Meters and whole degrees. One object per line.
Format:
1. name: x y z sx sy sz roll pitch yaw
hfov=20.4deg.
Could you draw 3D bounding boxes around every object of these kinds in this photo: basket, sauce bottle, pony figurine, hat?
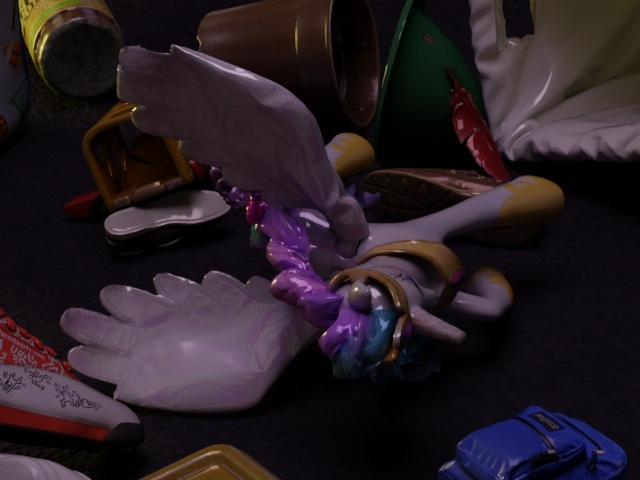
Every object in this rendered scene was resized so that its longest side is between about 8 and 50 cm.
1. basket: 0.331 -0.260 1.729 0.266 0.328 0.331 -16 11 -30
2. sauce bottle: -0.318 -0.276 2.179 0.111 0.111 0.344 -13 27 -13
3. pony figurine: 0.000 0.000 1.467 0.351 0.302 0.363 15 18 20
4. hat: 0.161 -0.135 1.798 0.184 0.208 0.173 14 -3 11

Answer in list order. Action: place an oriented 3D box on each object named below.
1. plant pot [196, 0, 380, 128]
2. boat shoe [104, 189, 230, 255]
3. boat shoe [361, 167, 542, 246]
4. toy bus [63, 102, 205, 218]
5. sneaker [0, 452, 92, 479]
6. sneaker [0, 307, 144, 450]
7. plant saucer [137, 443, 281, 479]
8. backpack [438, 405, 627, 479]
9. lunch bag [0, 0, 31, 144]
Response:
1. plant pot: -0.037 -0.197 1.930 0.165 0.167 0.167 -4 27 20
2. boat shoe: -0.148 -0.015 1.723 0.125 0.038 0.046 -17 49 -18
3. boat shoe: 0.128 -0.036 1.687 0.178 0.064 0.060 10 26 16
4. toy bus: -0.168 -0.107 1.780 0.191 0.104 0.202 -31 17 -31
5. sneaker: -0.243 0.190 1.333 0.212 0.080 0.094 4 -4 43
6. sneaker: -0.252 0.075 1.361 0.270 0.145 0.090 13 -17 -24
7. plant saucer: -0.094 0.255 1.156 0.333 0.081 0.333 -24 32 -29
8. backpack: 0.157 0.171 1.245 0.120 0.101 0.098 -17 36 -27
9. lunch bag: -0.428 -0.188 1.887 0.115 0.243 0.303 8 32 24
